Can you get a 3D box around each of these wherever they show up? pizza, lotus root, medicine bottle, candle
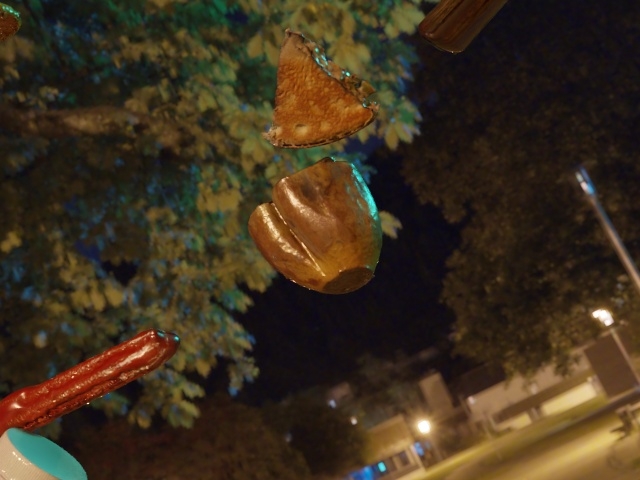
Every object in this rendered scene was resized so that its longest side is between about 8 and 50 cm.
[{"bbox_3d":[-0.016,-0.227,1.376,0.185,0.052,0.195,-16,-55,9],"label":"pizza"},{"bbox_3d":[0.000,0.000,1.490,0.199,0.180,0.188,-19,-27,-8],"label":"lotus root"},{"bbox_3d":[-0.303,0.273,0.859,0.186,0.103,0.103,-56,-15,-2],"label":"medicine bottle"},{"bbox_3d":[-0.288,0.169,1.034,0.329,0.048,0.051,-27,-8,25],"label":"candle"}]

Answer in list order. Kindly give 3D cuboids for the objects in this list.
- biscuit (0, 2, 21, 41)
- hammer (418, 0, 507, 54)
[{"bbox_3d":[-0.670,-0.384,1.698,0.254,0.035,0.254,-11,-3,0],"label":"biscuit"},{"bbox_3d":[0.261,-0.353,1.012,0.409,0.095,0.242,-49,-25,1],"label":"hammer"}]
